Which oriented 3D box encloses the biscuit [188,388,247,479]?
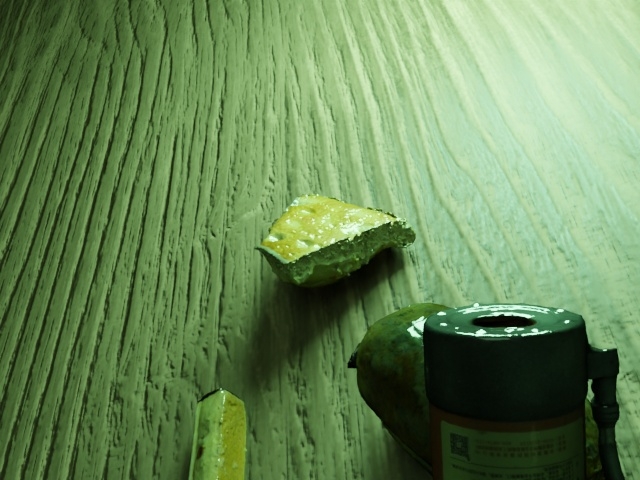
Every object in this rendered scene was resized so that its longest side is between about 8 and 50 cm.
[{"bbox_3d":[-0.120,0.261,0.833,0.056,0.052,0.188,-25,42,23],"label":"biscuit"}]

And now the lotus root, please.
[{"bbox_3d":[0.151,0.158,0.712,0.160,0.152,0.275,-36,45,-21],"label":"lotus root"}]

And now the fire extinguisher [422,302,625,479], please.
[{"bbox_3d":[0.172,0.239,0.543,0.200,0.376,0.113,1,8,19],"label":"fire extinguisher"}]

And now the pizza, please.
[{"bbox_3d":[-0.003,0.004,0.994,0.188,0.081,0.204,-23,29,-26],"label":"pizza"}]
